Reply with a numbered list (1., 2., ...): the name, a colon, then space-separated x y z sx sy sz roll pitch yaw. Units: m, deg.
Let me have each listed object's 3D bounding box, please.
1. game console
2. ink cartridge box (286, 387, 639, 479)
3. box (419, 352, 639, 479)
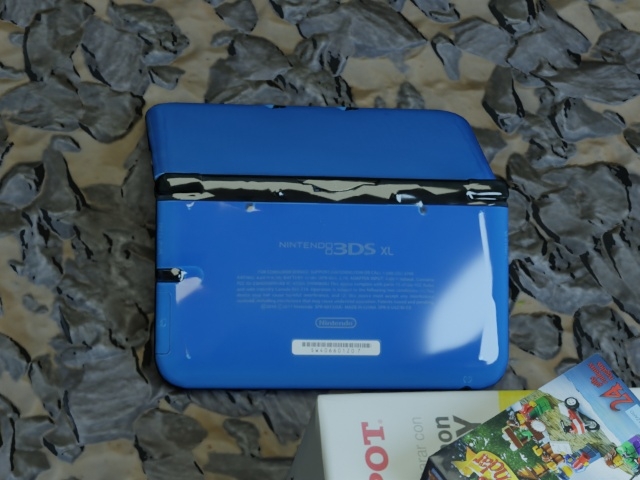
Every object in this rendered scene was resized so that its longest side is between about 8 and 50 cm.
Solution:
1. game console: 0.000 0.000 1.660 0.293 0.173 0.250 1 87 -9
2. ink cartridge box: 0.182 0.262 1.427 0.385 0.160 0.279 0 56 -10
3. box: 0.201 0.207 1.341 0.159 0.044 0.233 -28 65 -26
